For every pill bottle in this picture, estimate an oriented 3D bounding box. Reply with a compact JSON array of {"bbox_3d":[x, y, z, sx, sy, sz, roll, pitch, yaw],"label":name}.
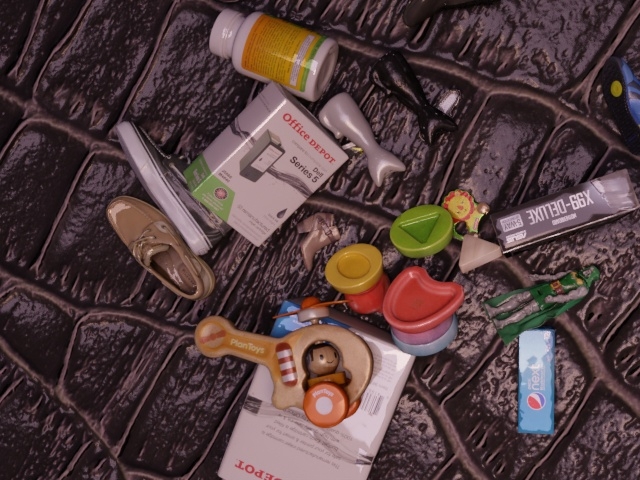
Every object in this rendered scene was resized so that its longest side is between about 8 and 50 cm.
[{"bbox_3d":[-0.099,-0.392,1.845,0.246,0.136,0.136,23,96,10],"label":"pill bottle"}]

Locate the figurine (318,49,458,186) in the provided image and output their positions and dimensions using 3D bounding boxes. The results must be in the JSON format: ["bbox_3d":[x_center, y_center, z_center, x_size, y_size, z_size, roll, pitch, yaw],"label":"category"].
[{"bbox_3d":[0.137,-0.239,1.799,0.215,0.092,0.209,-39,74,5],"label":"figurine"}]

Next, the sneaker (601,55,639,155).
[{"bbox_3d":[0.619,-0.266,1.746,0.082,0.069,0.209,-14,78,-21],"label":"sneaker"}]

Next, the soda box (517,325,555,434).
[{"bbox_3d":[0.432,0.277,1.787,0.071,0.067,0.210,0,91,12],"label":"soda box"}]

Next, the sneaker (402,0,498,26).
[{"bbox_3d":[0.293,-0.511,1.782,0.286,0.109,0.130,-36,90,12],"label":"sneaker"}]

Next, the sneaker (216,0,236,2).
[{"bbox_3d":[-0.132,-0.592,1.833,0.281,0.162,0.106,-23,87,11],"label":"sneaker"}]

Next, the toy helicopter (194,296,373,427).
[{"bbox_3d":[-0.070,0.200,1.691,0.355,0.140,0.234,13,90,15],"label":"toy helicopter"}]

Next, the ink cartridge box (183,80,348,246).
[{"bbox_3d":[-0.112,-0.156,1.820,0.273,0.114,0.198,-44,122,9],"label":"ink cartridge box"}]

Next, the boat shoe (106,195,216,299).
[{"bbox_3d":[-0.355,0.014,1.926,0.302,0.098,0.109,45,99,7],"label":"boat shoe"}]

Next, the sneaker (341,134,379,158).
[{"bbox_3d":[0.085,-0.197,1.870,0.083,0.031,0.035,-16,106,12],"label":"sneaker"}]

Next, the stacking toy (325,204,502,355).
[{"bbox_3d":[0.198,0.084,1.774,0.279,0.130,0.309,-37,42,-14],"label":"stacking toy"}]

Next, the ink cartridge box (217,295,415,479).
[{"bbox_3d":[0.000,0.349,1.827,0.286,0.166,0.394,22,95,11],"label":"ink cartridge box"}]

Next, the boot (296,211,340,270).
[{"bbox_3d":[0.000,0.000,1.885,0.087,0.042,0.118,-12,96,4],"label":"boot"}]

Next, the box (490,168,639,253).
[{"bbox_3d":[0.446,-0.044,1.656,0.243,0.307,0.076,-19,84,11],"label":"box"}]

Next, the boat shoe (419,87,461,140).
[{"bbox_3d":[0.245,-0.259,1.827,0.046,0.038,0.125,41,98,8],"label":"boat shoe"}]

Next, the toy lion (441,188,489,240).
[{"bbox_3d":[0.293,-0.052,1.829,0.096,0.034,0.100,16,95,18],"label":"toy lion"}]

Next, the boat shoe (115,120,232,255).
[{"bbox_3d":[-0.313,-0.128,1.920,0.119,0.121,0.335,-35,90,-13],"label":"boat shoe"}]

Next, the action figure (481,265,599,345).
[{"bbox_3d":[0.445,0.110,1.768,0.232,0.137,0.063,-25,129,3],"label":"action figure"}]
